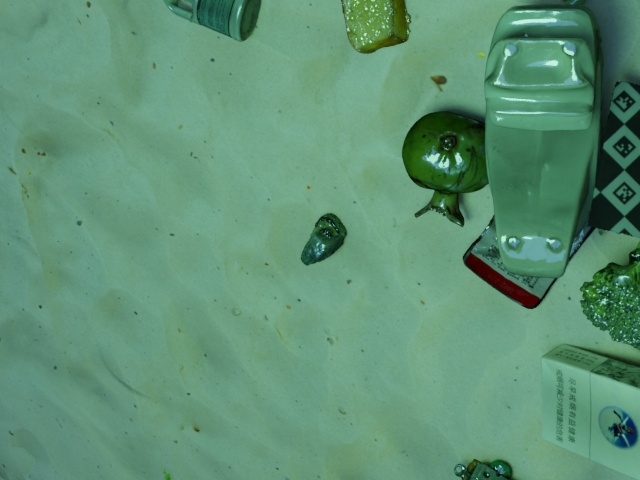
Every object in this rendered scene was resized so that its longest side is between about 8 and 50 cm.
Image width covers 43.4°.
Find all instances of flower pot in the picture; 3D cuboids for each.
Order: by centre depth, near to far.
[{"bbox_3d":[0.317,-0.148,1.154,0.165,0.254,0.367,2,107,18],"label":"flower pot"}]

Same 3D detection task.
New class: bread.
[{"bbox_3d":[0.085,-0.400,1.312,0.103,0.065,0.187,6,109,32],"label":"bread"}]

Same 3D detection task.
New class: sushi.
[{"bbox_3d":[0.506,-0.096,1.147,0.231,0.047,0.219,13,82,2],"label":"sushi"}]

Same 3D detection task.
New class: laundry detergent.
[{"bbox_3d":[-0.220,-0.441,1.449,0.226,0.070,0.099,25,124,17],"label":"laundry detergent"}]

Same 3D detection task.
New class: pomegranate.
[{"bbox_3d":[0.206,-0.112,1.315,0.152,0.131,0.191,20,124,17],"label":"pomegranate"}]

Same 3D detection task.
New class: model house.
[{"bbox_3d":[0.000,0.000,1.488,0.066,0.083,0.078,42,123,10],"label":"model house"}]

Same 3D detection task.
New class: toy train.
[{"bbox_3d":[0.340,0.499,1.492,0.228,0.091,0.136,29,129,15],"label":"toy train"}]

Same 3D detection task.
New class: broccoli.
[{"bbox_3d":[0.522,0.073,1.194,0.226,0.198,0.176,-50,44,4],"label":"broccoli"}]

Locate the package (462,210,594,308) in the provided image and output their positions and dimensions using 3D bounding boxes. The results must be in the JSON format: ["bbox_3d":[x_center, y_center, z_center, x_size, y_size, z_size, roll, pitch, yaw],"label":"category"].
[{"bbox_3d":[0.350,-0.011,1.330,0.154,0.030,0.239,36,117,14],"label":"package"}]

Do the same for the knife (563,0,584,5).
[{"bbox_3d":[0.404,-0.374,1.180,0.030,0.014,0.207,48,122,7],"label":"knife"}]

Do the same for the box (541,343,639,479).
[{"bbox_3d":[0.481,0.282,1.293,0.256,0.069,0.164,15,117,49],"label":"box"}]
